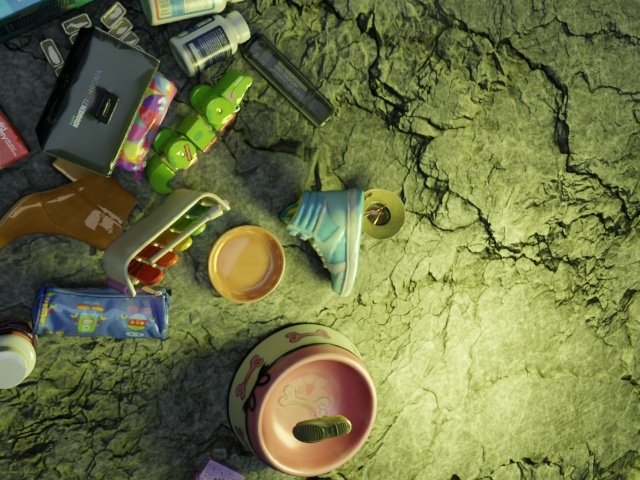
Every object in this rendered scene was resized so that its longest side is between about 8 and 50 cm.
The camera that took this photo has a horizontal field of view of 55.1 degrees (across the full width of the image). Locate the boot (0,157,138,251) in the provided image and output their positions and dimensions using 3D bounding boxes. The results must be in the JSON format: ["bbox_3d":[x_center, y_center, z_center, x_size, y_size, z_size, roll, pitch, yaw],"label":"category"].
[{"bbox_3d":[-0.558,-0.034,1.337,0.211,0.104,0.295,43,78,-23],"label":"boot"}]

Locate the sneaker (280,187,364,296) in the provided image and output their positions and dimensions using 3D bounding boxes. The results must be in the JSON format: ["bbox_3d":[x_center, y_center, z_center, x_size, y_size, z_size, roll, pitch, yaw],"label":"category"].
[{"bbox_3d":[0.000,0.000,1.585,0.208,0.127,0.319,5,121,3],"label":"sneaker"}]

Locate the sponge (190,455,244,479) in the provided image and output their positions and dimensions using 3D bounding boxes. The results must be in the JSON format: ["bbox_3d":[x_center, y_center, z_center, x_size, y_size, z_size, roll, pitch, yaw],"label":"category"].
[{"bbox_3d":[-0.309,0.683,1.620,0.117,0.031,0.210,38,84,-24],"label":"sponge"}]

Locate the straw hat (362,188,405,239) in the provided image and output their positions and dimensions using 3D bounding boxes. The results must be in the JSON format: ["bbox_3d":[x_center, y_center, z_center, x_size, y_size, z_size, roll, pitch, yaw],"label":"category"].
[{"bbox_3d":[0.153,-0.071,1.654,0.144,0.061,0.144,0,89,-9],"label":"straw hat"}]

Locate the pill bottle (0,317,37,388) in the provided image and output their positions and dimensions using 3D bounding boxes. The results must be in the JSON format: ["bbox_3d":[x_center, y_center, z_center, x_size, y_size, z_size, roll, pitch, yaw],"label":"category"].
[{"bbox_3d":[-0.659,0.239,1.296,0.108,0.193,0.108,-5,102,-23],"label":"pill bottle"}]

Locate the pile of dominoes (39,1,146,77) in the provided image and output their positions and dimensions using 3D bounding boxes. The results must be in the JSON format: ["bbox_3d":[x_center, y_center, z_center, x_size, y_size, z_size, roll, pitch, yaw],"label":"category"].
[{"bbox_3d":[-0.475,-0.373,1.357,0.196,0.040,0.251,-30,118,-16],"label":"pile of dominoes"}]

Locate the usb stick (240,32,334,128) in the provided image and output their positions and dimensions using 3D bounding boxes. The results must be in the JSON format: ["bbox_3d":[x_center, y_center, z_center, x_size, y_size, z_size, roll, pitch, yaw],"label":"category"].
[{"bbox_3d":[-0.076,-0.387,1.506,0.278,0.045,0.077,41,90,-24],"label":"usb stick"}]

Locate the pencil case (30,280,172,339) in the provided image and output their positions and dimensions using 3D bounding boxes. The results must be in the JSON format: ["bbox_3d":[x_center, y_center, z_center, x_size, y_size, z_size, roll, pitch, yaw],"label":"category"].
[{"bbox_3d":[-0.489,0.158,1.392,0.306,0.119,0.133,6,123,-24],"label":"pencil case"}]

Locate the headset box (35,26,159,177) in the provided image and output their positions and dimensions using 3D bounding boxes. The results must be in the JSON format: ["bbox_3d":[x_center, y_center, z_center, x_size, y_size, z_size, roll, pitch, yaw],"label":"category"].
[{"bbox_3d":[-0.448,-0.281,1.213,0.131,0.283,0.246,23,95,-31],"label":"headset box"}]

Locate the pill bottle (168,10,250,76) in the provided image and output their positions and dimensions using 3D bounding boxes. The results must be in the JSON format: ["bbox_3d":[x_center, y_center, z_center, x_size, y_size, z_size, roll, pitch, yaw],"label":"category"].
[{"bbox_3d":[-0.249,-0.451,1.392,0.169,0.094,0.094,-34,111,-14],"label":"pill bottle"}]

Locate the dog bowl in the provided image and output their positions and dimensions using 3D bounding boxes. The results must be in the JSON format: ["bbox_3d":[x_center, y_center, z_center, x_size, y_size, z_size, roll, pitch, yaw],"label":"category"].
[{"bbox_3d":[-0.031,0.435,1.626,0.408,0.150,0.408,-5,102,-22],"label":"dog bowl"}]

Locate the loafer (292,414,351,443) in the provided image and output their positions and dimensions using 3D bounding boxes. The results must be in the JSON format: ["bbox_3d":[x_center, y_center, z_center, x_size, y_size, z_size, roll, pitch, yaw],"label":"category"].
[{"bbox_3d":[0.002,0.471,1.540,0.148,0.050,0.056,-3,98,-7],"label":"loafer"}]

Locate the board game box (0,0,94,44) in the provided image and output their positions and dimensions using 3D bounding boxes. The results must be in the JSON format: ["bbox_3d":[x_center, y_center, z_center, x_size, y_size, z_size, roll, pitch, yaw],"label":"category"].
[{"bbox_3d":[-0.549,-0.472,1.173,0.336,0.254,0.079,-32,110,-15],"label":"board game box"}]

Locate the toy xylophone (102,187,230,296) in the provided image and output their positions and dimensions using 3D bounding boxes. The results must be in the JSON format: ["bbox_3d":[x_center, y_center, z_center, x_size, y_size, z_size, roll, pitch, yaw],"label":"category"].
[{"bbox_3d":[-0.335,-0.007,1.351,0.322,0.236,0.081,-41,124,-19],"label":"toy xylophone"}]

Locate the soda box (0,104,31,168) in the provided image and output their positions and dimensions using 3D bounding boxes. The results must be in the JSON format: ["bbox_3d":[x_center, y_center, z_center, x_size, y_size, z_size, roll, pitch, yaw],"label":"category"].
[{"bbox_3d":[-0.703,-0.271,1.240,0.092,0.083,0.263,-32,111,-14],"label":"soda box"}]

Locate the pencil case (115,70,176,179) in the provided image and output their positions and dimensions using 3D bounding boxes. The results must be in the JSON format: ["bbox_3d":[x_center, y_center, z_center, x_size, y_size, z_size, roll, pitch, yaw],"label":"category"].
[{"bbox_3d":[-0.397,-0.261,1.354,0.104,0.104,0.236,20,97,-25],"label":"pencil case"}]

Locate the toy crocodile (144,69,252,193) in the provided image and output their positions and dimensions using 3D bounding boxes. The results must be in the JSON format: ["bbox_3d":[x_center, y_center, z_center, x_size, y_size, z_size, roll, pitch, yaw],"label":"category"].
[{"bbox_3d":[-0.281,-0.254,1.409,0.340,0.115,0.105,-50,133,-5],"label":"toy crocodile"}]

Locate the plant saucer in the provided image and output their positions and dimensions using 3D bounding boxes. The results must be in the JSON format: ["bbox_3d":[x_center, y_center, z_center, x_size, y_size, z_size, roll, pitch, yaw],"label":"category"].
[{"bbox_3d":[-0.189,0.057,1.547,0.200,0.037,0.200,-5,101,-23],"label":"plant saucer"}]

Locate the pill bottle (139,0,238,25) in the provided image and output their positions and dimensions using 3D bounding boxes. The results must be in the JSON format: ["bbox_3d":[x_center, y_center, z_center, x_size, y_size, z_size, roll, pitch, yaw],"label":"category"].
[{"bbox_3d":[-0.281,-0.553,1.343,0.221,0.124,0.124,-19,107,-20],"label":"pill bottle"}]
